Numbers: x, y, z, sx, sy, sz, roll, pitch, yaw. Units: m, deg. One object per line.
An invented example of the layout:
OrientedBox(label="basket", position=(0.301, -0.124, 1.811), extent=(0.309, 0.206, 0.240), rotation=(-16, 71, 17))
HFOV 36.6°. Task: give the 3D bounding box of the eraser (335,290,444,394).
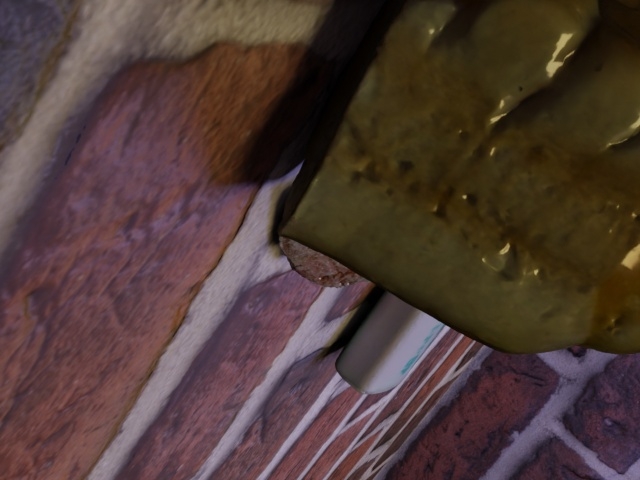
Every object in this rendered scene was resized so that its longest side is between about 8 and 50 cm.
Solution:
OrientedBox(label="eraser", position=(0.150, 0.092, 1.465), extent=(0.189, 0.104, 0.290), rotation=(-15, 144, -55))

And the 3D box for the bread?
OrientedBox(label="bread", position=(0.174, -0.069, 0.767), extent=(0.300, 0.341, 0.210), rotation=(-63, -179, 33))

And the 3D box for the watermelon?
OrientedBox(label="watermelon", position=(0.007, -0.006, 0.938), extent=(0.094, 0.081, 0.180), rotation=(-31, 146, -3))
